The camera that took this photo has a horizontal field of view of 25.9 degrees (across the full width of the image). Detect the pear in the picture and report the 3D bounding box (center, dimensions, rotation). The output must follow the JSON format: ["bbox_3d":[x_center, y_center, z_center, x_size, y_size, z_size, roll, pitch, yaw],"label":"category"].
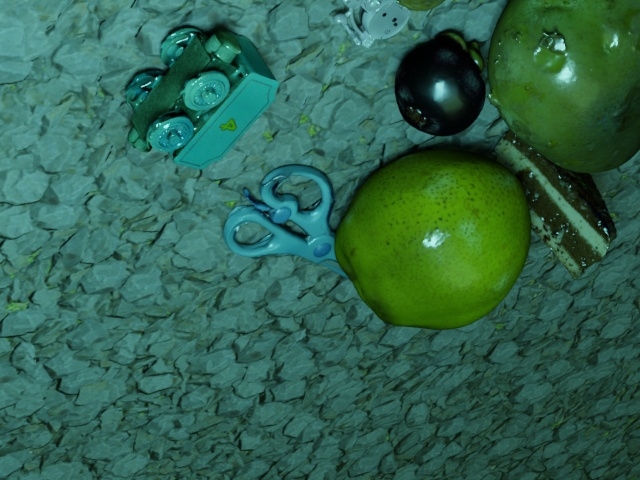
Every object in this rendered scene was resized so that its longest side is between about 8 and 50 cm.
[{"bbox_3d":[0.175,-0.002,2.054,0.294,0.294,0.294,-17,142,-13],"label":"pear"}]

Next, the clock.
[{"bbox_3d":[0.061,-0.301,1.812,0.087,0.041,0.129,-40,146,11],"label":"clock"}]

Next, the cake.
[{"bbox_3d":[0.374,-0.067,2.132,0.135,0.246,0.112,-12,144,-51],"label":"cake"}]

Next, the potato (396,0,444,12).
[{"bbox_3d":[0.150,-0.346,1.785,0.138,0.070,0.092,-27,132,-21],"label":"potato"}]

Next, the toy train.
[{"bbox_3d":[-0.154,-0.181,1.777,0.198,0.107,0.154,-46,147,24],"label":"toy train"}]

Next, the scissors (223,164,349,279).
[{"bbox_3d":[0.000,0.000,2.145,0.180,0.032,0.393,-39,141,15],"label":"scissors"}]

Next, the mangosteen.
[{"bbox_3d":[0.175,-0.220,1.924,0.151,0.137,0.137,-54,150,-21],"label":"mangosteen"}]

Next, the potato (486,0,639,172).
[{"bbox_3d":[0.363,-0.219,1.946,0.269,0.219,0.359,-35,147,-9],"label":"potato"}]
